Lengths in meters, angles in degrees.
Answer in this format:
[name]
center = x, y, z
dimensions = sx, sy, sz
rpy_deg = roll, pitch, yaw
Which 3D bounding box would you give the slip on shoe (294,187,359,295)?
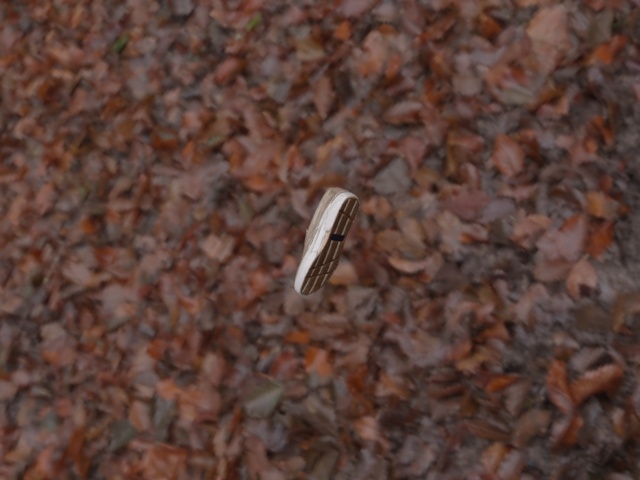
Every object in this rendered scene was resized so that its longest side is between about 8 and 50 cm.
[slip on shoe]
center = 0.000, 0.000, 1.277
dimensions = 0.041, 0.051, 0.135
rpy_deg = 31, 102, 39
